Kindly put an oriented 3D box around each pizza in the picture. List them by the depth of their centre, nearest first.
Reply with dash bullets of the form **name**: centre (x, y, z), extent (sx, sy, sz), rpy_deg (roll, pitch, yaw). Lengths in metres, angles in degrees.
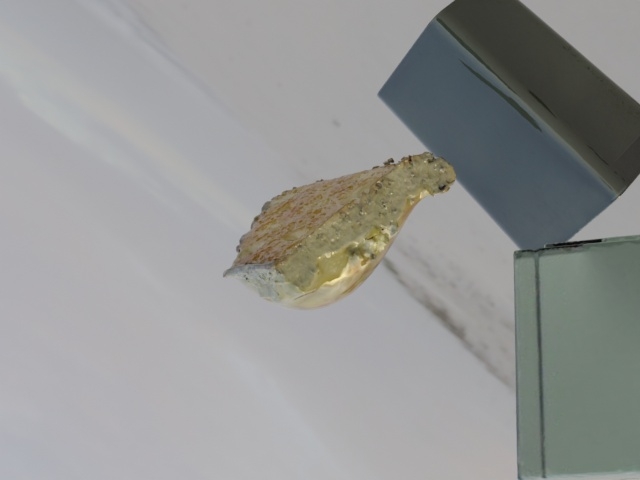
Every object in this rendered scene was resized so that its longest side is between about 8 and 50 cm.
- **pizza**: centre (-0.002, 0.004, 1.144), extent (0.204, 0.188, 0.080), rpy_deg (-7, 117, 55)

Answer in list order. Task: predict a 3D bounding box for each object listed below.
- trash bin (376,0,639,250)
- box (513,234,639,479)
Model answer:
- **trash bin**: centre (0.194, -0.119, 1.308), extent (0.240, 0.122, 0.164), rpy_deg (45, 145, 3)
- **box**: centre (0.230, 0.084, 0.669), extent (0.225, 0.117, 0.225), rpy_deg (-6, 154, 18)
